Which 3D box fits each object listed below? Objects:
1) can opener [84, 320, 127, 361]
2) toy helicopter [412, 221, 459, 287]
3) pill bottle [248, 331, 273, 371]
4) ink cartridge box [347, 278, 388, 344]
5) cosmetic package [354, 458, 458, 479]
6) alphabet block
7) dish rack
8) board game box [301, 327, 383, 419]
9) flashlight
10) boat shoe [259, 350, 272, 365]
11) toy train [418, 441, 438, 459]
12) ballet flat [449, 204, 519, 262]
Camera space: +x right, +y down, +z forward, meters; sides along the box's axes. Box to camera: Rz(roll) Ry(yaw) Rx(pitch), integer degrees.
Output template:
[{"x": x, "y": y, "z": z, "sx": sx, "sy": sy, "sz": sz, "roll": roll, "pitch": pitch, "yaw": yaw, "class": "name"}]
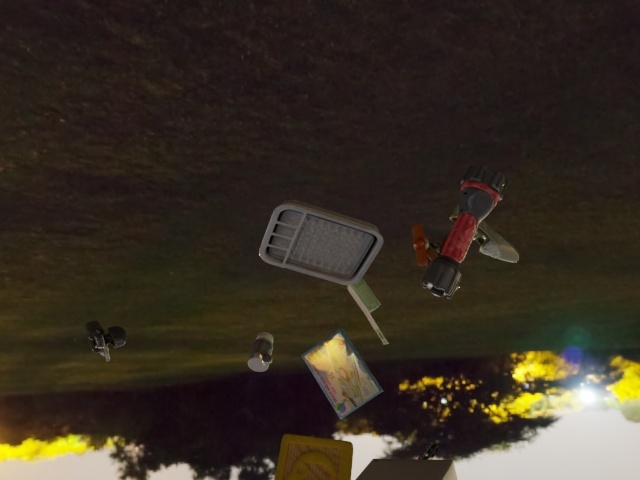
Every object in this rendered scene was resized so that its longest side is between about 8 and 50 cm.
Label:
[{"x": -0.635, "y": 0.288, "z": 1.635, "sx": 0.095, "sy": 0.076, "sz": 0.283, "roll": -15, "pitch": -170, "yaw": -26, "class": "can opener"}, {"x": 0.452, "y": 0.071, "z": 2.140, "sx": 0.235, "sy": 0.355, "sz": 0.140, "roll": 39, "pitch": 109, "yaw": -23, "class": "toy helicopter"}, {"x": -0.219, "y": 0.413, "z": 2.055, "sx": 0.078, "sy": 0.137, "sz": 0.078, "roll": 4, "pitch": 128, "yaw": 5, "class": "pill bottle"}, {"x": 0.173, "y": 0.234, "z": 1.848, "sx": 0.056, "sy": 0.235, "sz": 0.171, "roll": -34, "pitch": 170, "yaw": -5, "class": "ink cartridge box"}, {"x": 0.222, "y": 0.660, "z": 1.322, "sx": 0.224, "sy": 0.225, "sz": 0.138, "roll": -14, "pitch": -179, "yaw": 32, "class": "cosmetic package"}, {"x": -0.019, "y": 0.638, "z": 1.410, "sx": 0.192, "sy": 0.193, "sz": 0.197, "roll": 5, "pitch": 133, "yaw": 2, "class": "alphabet block"}, {"x": 0.000, "y": 0.000, "z": 1.665, "sx": 0.332, "sy": 0.072, "sz": 0.286, "roll": 17, "pitch": 138, "yaw": -8, "class": "dish rack"}, {"x": 0.044, "y": 0.275, "z": 1.143, "sx": 0.103, "sy": 0.154, "sz": 0.026, "roll": -34, "pitch": 165, "yaw": 2, "class": "board game box"}, {"x": 0.324, "y": -0.022, "z": 1.255, "sx": 0.103, "sy": 0.304, "sz": 0.103, "roll": 32, "pitch": 169, "yaw": -23, "class": "flashlight"}, {"x": -0.186, "y": 0.412, "z": 1.888, "sx": 0.035, "sy": 0.035, "sz": 0.100, "roll": -15, "pitch": -169, "yaw": -19, "class": "boat shoe"}, {"x": 0.337, "y": 0.723, "z": 1.807, "sx": 0.027, "sy": 0.158, "sz": 0.036, "roll": 28, "pitch": -167, "yaw": -19, "class": "toy train"}, {"x": 0.499, "y": -0.008, "z": 1.702, "sx": 0.086, "sy": 0.248, "sz": 0.086, "roll": -41, "pitch": 168, "yaw": -10, "class": "ballet flat"}]
